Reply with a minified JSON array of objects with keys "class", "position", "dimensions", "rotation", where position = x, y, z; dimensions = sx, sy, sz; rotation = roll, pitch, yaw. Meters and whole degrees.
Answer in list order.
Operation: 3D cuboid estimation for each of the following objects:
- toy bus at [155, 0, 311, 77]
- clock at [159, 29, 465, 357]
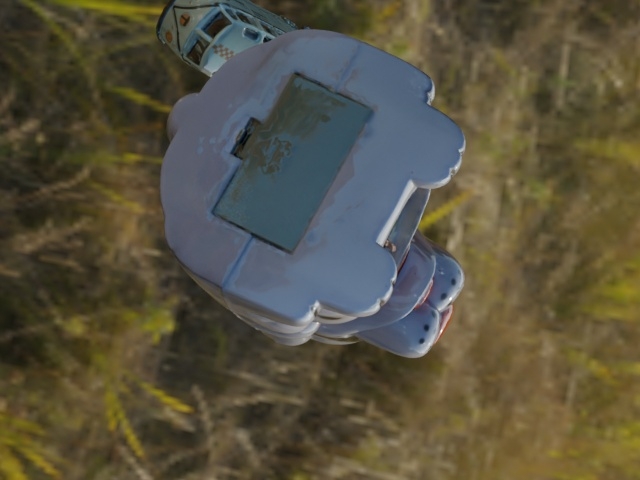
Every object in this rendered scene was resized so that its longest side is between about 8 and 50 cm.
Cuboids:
[{"class":"toy bus","position":[-0.073,-0.190,1.776],"dimensions":[0.087,0.089,0.194],"rotation":[-51,142,14]},{"class":"clock","position":[0.002,0.000,1.163],"dimensions":[0.254,0.189,0.189],"rotation":[72,37,-66]}]
